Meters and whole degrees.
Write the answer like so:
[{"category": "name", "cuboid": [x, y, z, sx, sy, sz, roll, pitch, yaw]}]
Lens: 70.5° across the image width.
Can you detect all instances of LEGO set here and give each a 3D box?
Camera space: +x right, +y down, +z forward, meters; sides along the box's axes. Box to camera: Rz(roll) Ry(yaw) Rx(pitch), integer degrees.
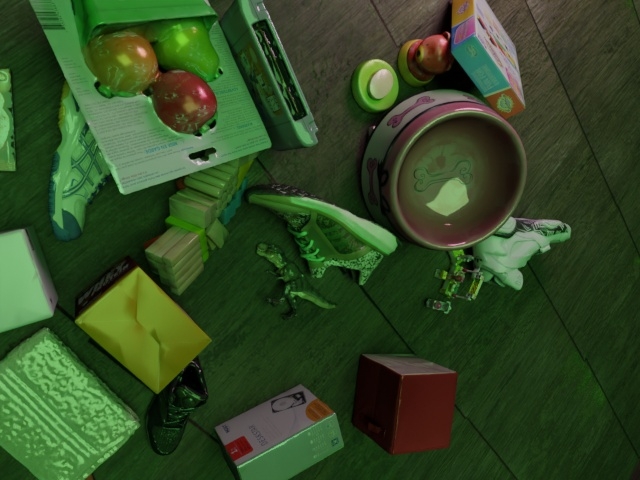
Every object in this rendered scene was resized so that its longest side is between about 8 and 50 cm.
[{"category": "LEGO set", "cuboid": [0.390, 0.065, 1.278, 0.132, 0.107, 0.287, 6, 92, -28]}]

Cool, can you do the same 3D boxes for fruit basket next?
[{"category": "fruit basket", "cuboid": [-0.287, -0.291, 0.824, 0.327, 0.165, 0.353, -29, 104, -38]}]

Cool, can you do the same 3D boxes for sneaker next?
[{"category": "sneaker", "cuboid": [-0.414, -0.141, 0.829, 0.131, 0.112, 0.297, 8, 92, -29]}, {"category": "sneaker", "cuboid": [0.598, 0.036, 1.375, 0.365, 0.137, 0.210, 2, 94, -23]}, {"category": "sneaker", "cuboid": [0.000, 0.000, 1.049, 0.410, 0.158, 0.182, 22, 94, -27]}, {"category": "sneaker", "cuboid": [-0.296, 0.345, 0.928, 0.087, 0.130, 0.228, 18, 88, -26]}]

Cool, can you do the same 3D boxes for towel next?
[{"category": "towel", "cuboid": [-0.500, 0.321, 0.854, 0.187, 0.049, 0.282, -41, 106, -20]}]

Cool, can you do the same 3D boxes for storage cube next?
[{"category": "storage cube", "cuboid": [0.217, 0.412, 1.176, 0.215, 0.183, 0.193, 6, 90, -28]}]

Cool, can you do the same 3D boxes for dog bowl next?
[{"category": "dog bowl", "cuboid": [0.310, -0.156, 1.110, 0.407, 0.150, 0.408, -3, 111, -9]}]

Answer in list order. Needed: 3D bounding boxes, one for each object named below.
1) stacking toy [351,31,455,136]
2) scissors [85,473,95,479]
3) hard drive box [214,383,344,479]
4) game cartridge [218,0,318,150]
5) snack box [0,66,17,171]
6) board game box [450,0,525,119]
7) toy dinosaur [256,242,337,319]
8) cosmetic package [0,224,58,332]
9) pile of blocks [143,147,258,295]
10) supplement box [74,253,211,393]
[{"category": "stacking toy", "cuboid": [0.241, -0.354, 1.147, 0.279, 0.130, 0.309, -21, 104, -25]}, {"category": "scissors", "cuboid": [-0.485, 0.445, 0.895, 0.109, 0.021, 0.297, -14, 101, -27]}, {"category": "hard drive box", "cuboid": [-0.095, 0.439, 1.013, 0.232, 0.181, 0.089, -20, 104, -26]}, {"category": "game cartridge", "cuboid": [-0.113, -0.324, 0.922, 0.062, 0.198, 0.297, -33, 109, -22]}, {"category": "snack box", "cuboid": [-0.571, -0.210, 0.788, 0.064, 0.022, 0.178, -2, 96, -27]}, {"category": "board game box", "cuboid": [0.434, -0.499, 1.181, 0.242, 0.064, 0.317, 40, 45, -27]}, {"category": "toy dinosaur", "cuboid": [-0.065, 0.121, 1.070, 0.268, 0.064, 0.118, 46, 67, -27]}, {"category": "cosmetic package", "cuboid": [-0.558, 0.071, 0.748, 0.183, 0.151, 0.151, -17, 103, -25]}, {"category": "pile of blocks", "cuboid": [-0.251, -0.073, 0.941, 0.112, 0.149, 0.362, 22, 70, 15]}, {"category": "supplement box", "cuboid": [-0.336, 0.145, 0.848, 0.129, 0.194, 0.191, -45, 113, -17]}]
